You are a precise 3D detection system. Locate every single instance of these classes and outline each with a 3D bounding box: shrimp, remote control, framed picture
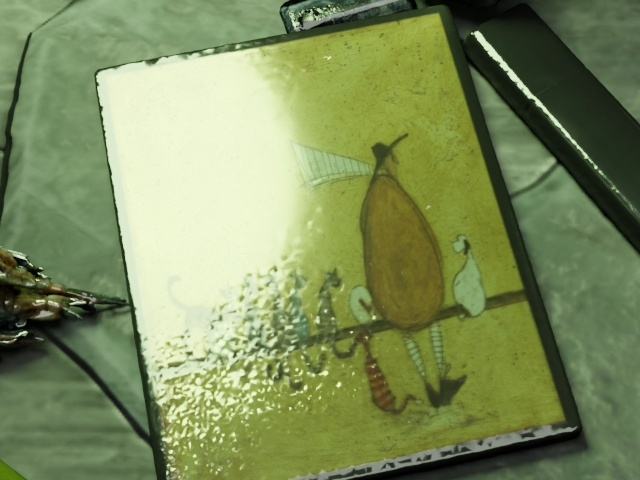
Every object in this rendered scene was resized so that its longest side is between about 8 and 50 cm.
[{"bbox_3d":[-0.229,0.024,1.016,0.233,0.079,0.090,7,60,-13],"label":"shrimp"},{"bbox_3d":[0.184,-0.067,1.077,0.063,0.025,0.245,-32,61,-11],"label":"remote control"},{"bbox_3d":[0.000,0.000,1.046,0.255,0.014,0.339,-11,59,-4],"label":"framed picture"},{"bbox_3d":[0.019,-0.167,1.156,0.096,0.014,0.039,-15,58,-5],"label":"remote control"}]

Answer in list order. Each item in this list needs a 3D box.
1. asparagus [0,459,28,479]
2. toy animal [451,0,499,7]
[{"bbox_3d":[-0.145,0.185,0.915,0.277,0.060,0.067,30,54,20],"label":"asparagus"},{"bbox_3d":[0.093,-0.269,1.156,0.179,0.116,0.218,6,65,7],"label":"toy animal"}]
